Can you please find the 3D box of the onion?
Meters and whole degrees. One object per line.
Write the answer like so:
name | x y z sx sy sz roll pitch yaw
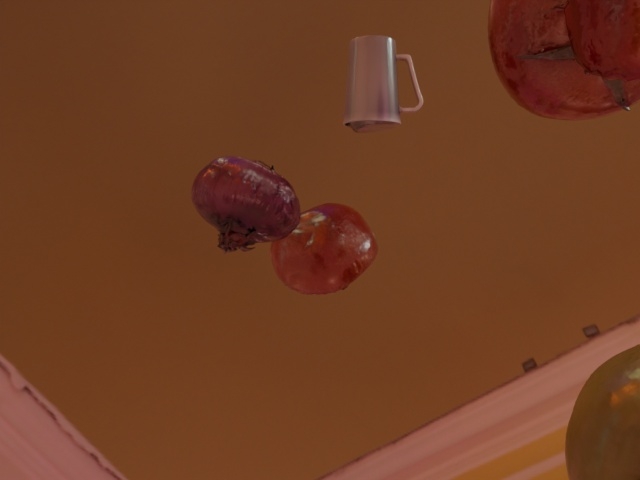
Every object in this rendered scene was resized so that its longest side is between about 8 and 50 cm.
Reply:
onion | -0.076 -0.033 0.598 0.115 0.105 0.115 14 -24 7

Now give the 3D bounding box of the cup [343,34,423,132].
cup | 0.083 -0.202 0.769 0.104 0.074 0.116 2 -88 7

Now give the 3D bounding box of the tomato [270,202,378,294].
tomato | 0.000 0.000 0.809 0.155 0.156 0.069 -9 -49 12

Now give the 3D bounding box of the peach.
peach | 0.220 -0.169 0.351 0.151 0.151 0.118 -17 -59 15

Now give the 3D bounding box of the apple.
apple | 0.421 0.243 0.628 0.291 0.254 0.292 -2 -93 37

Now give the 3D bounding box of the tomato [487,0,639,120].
tomato | 0.218 -0.191 0.509 0.167 0.167 0.167 3 -67 7
